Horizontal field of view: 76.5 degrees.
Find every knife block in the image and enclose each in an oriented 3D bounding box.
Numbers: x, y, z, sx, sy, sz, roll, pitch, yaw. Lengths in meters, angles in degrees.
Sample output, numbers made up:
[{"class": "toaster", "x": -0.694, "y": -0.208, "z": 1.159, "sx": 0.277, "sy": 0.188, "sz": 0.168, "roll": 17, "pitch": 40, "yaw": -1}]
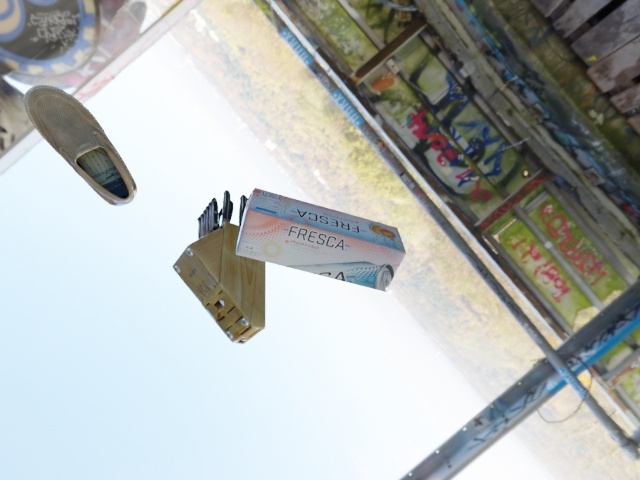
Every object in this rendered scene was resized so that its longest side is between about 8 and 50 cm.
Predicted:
[{"class": "knife block", "x": -0.158, "y": 0.035, "z": 0.830, "sx": 0.275, "sy": 0.088, "sz": 0.242, "roll": 51, "pitch": -140, "yaw": 3}]

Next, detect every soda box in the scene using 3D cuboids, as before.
[{"class": "soda box", "x": 0.000, "y": 0.000, "z": 0.469, "sx": 0.183, "sy": 0.062, "sz": 0.058, "roll": 15, "pitch": -149, "yaw": -9}]

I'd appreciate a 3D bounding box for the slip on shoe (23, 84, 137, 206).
[{"class": "slip on shoe", "x": -0.235, "y": -0.092, "z": 0.404, "sx": 0.041, "sy": 0.051, "sz": 0.135, "roll": 19, "pitch": 141, "yaw": 61}]
